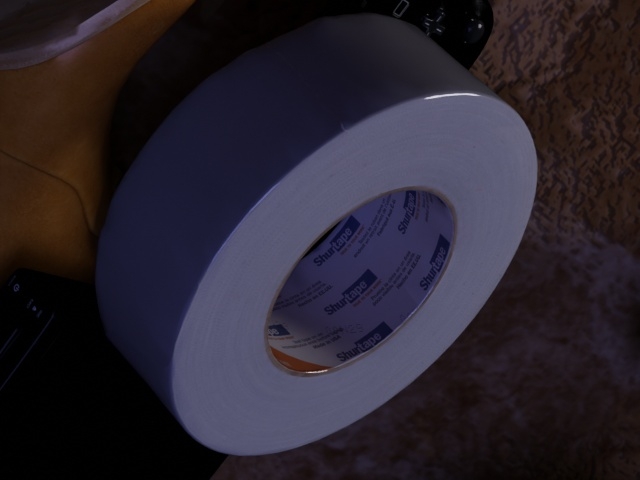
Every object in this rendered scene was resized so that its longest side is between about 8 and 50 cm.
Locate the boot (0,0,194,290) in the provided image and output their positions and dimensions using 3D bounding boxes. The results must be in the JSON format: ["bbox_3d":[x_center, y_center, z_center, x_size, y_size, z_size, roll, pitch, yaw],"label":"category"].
[{"bbox_3d":[-0.132,-0.033,0.912,0.295,0.104,0.211,-31,131,8],"label":"boot"}]

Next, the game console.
[{"bbox_3d":[-0.050,0.003,0.922,0.361,0.044,0.213,-54,148,13],"label":"game console"}]

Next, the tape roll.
[{"bbox_3d":[0.000,0.000,0.868,0.219,0.072,0.219,-28,143,-24],"label":"tape roll"}]
